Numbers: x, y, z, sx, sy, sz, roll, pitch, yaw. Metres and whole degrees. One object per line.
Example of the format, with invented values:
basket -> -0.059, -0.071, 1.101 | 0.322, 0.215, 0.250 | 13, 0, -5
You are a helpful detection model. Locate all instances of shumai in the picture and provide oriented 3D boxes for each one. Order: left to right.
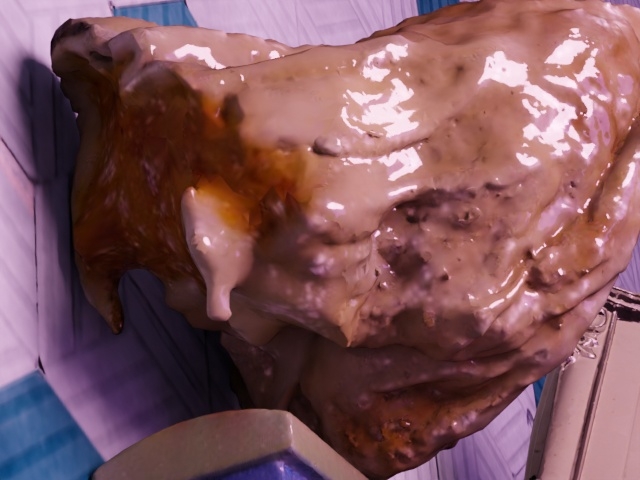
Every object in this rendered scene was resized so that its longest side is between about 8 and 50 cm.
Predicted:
shumai -> 0.004, -0.053, 0.988 | 0.262, 0.314, 0.267 | 39, 20, -32

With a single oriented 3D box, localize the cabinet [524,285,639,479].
cabinet -> 0.225, 0.238, 1.249 | 0.318, 0.227, 0.290 | -63, 162, -59

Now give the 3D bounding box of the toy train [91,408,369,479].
toy train -> 0.006, 0.221, 0.965 | 0.300, 0.131, 0.202 | 47, 32, -51
